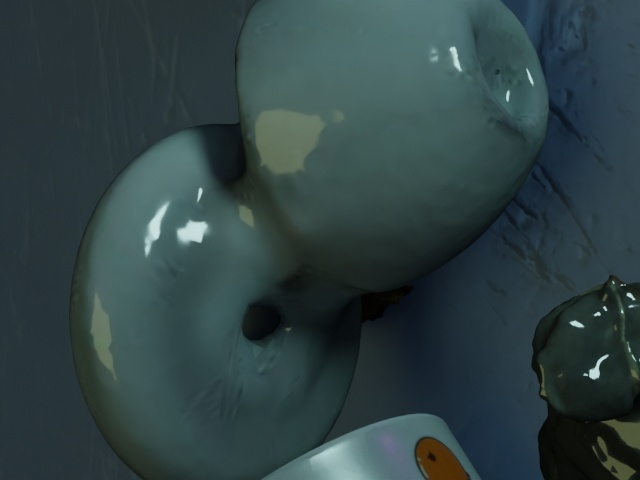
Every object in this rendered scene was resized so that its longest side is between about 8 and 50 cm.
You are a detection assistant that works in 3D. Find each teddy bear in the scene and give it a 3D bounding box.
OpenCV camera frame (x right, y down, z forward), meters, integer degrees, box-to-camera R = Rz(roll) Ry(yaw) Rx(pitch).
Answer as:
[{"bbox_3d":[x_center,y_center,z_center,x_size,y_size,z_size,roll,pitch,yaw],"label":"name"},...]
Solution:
[{"bbox_3d":[0.191,0.085,0.800,0.144,0.251,0.171,64,153,19],"label":"teddy bear"}]

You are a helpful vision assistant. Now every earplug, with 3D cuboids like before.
[{"bbox_3d":[-0.007,-0.006,0.982,0.175,0.214,0.325,37,95,43],"label":"earplug"}]

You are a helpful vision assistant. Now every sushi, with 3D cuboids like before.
[{"bbox_3d":[0.020,0.033,1.120,0.099,0.047,0.050,-6,97,61],"label":"sushi"}]

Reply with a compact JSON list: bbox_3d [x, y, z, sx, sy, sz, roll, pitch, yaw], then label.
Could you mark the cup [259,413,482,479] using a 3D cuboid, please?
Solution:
[{"bbox_3d":[0.066,0.285,1.000,0.317,0.212,0.212,56,136,23],"label":"cup"}]
